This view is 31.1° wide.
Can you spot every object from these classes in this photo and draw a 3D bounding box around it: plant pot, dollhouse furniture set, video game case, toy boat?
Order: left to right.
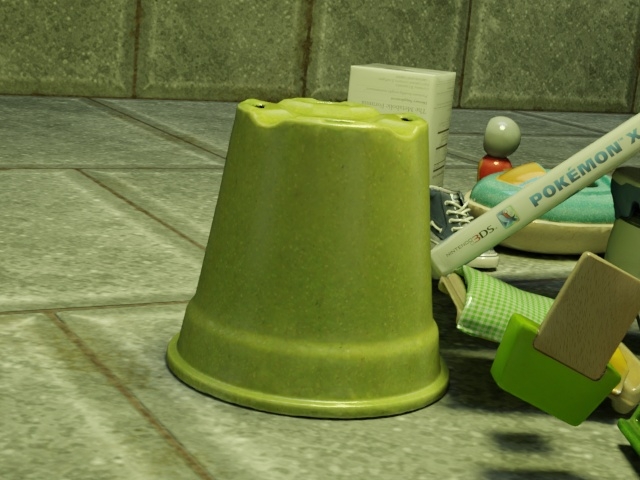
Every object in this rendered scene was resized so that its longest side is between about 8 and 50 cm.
[{"bbox_3d":[0.000,0.000,1.094,0.276,0.254,0.276,5,14,-1],"label":"plant pot"},{"bbox_3d":[0.324,-0.086,1.779,0.267,0.148,0.318,1,20,-19],"label":"toy boat"},{"bbox_3d":[0.250,-0.049,1.334,0.300,0.036,0.329,-33,-4,2],"label":"video game case"},{"bbox_3d":[0.242,0.057,1.037,0.198,0.151,0.301,28,10,-8],"label":"dollhouse furniture set"}]

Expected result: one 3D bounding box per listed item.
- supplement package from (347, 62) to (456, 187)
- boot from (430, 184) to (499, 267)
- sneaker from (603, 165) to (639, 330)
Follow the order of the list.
[{"bbox_3d":[0.117,-0.143,1.775,0.139,0.244,0.134,9,13,19],"label":"supplement package"},{"bbox_3d":[0.192,-0.021,1.632,0.069,0.086,0.190,-1,14,-26],"label":"boot"},{"bbox_3d":[0.445,0.053,1.257,0.315,0.182,0.127,23,23,17],"label":"sneaker"}]
